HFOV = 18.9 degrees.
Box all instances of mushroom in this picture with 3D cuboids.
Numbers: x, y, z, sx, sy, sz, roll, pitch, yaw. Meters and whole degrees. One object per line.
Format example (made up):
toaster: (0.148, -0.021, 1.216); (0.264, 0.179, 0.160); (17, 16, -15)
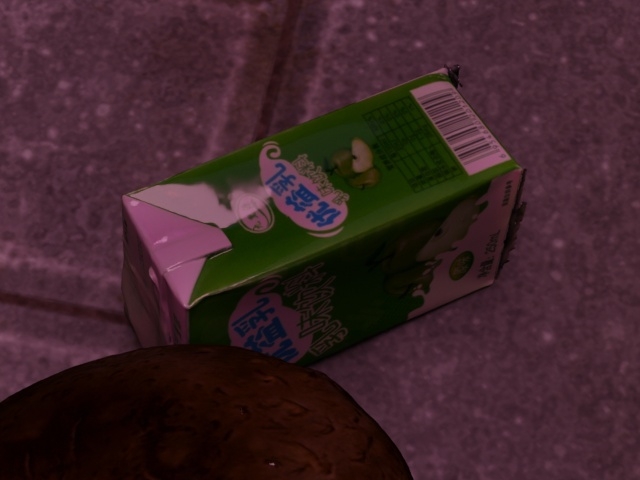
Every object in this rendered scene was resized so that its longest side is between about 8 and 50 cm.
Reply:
mushroom: (-0.101, 0.192, 1.153); (0.345, 0.239, 0.345); (-3, 59, 5)

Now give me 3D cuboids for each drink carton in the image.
drink carton: (0.000, 0.000, 1.339); (0.271, 0.161, 0.108); (-22, 60, -18)
